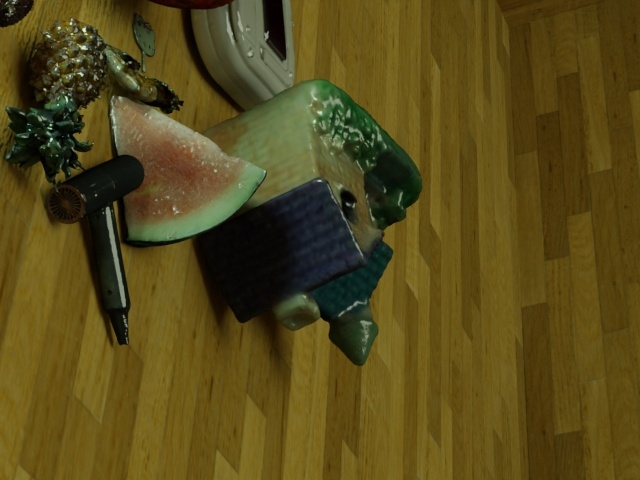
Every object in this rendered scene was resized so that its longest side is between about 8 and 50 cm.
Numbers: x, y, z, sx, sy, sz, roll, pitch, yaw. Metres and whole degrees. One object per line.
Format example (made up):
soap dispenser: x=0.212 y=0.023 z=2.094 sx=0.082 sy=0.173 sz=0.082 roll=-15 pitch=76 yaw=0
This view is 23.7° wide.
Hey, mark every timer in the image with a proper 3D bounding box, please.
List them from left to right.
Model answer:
timer: x=-0.110 y=-0.328 z=2.187 sx=0.237 sy=0.087 sz=0.262 roll=41 pitch=40 yaw=-60

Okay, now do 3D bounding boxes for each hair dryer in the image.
hair dryer: x=-0.228 y=0.012 z=1.699 sx=0.173 sy=0.050 sz=0.195 roll=-42 pitch=121 yaw=-67

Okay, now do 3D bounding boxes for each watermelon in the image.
watermelon: x=-0.197 y=-0.066 z=1.839 sx=0.202 sy=0.136 sz=0.207 roll=41 pitch=49 yaw=10

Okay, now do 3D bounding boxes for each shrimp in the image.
shrimp: x=-0.215 y=-0.197 z=1.855 sx=0.091 sy=0.034 sz=0.161 roll=57 pitch=10 yaw=22

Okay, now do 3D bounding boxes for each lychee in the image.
lychee: x=-0.327 y=-0.253 z=1.559 sx=0.067 sy=0.068 sz=0.083 roll=56 pitch=2 yaw=-37

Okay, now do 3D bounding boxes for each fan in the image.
fan: x=-0.223 y=-0.247 z=1.940 sx=0.056 sy=0.004 sz=0.083 roll=46 pitch=35 yaw=-56

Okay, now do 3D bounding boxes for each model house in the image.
model house: x=0.000 y=0.000 z=2.029 sx=0.312 sy=0.245 sz=0.280 roll=42 pitch=31 yaw=-48

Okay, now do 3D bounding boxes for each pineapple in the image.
pineapple: x=-0.276 y=-0.159 z=1.612 sx=0.103 sy=0.083 sz=0.221 roll=79 pitch=11 yaw=-47

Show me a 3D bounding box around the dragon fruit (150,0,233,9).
dragon fruit: x=-0.166 y=-0.393 z=1.872 sx=0.252 sy=0.241 sz=0.241 roll=-32 pitch=108 yaw=-54
